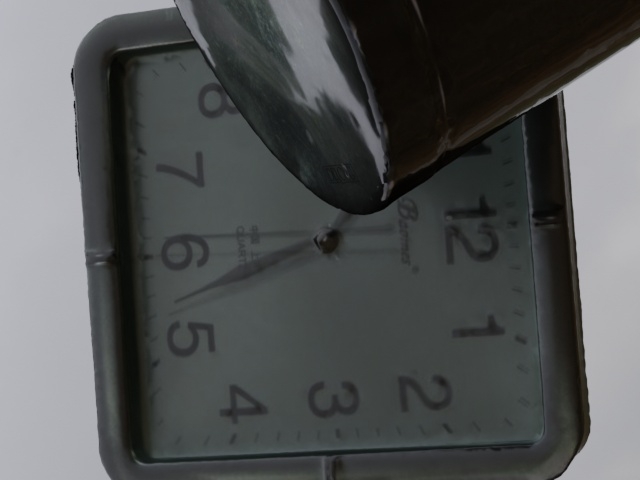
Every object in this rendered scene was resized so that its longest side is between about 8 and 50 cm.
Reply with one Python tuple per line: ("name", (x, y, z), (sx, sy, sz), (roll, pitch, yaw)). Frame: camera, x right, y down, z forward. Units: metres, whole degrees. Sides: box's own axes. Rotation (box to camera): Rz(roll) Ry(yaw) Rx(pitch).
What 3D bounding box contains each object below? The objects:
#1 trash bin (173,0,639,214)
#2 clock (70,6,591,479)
("trash bin", (0.090, -0.174, 0.692), (0.302, 0.252, 0.203), (-32, 7, -15))
("clock", (0.000, 0.000, 0.850), (0.049, 0.279, 0.273), (5, -99, -73))
